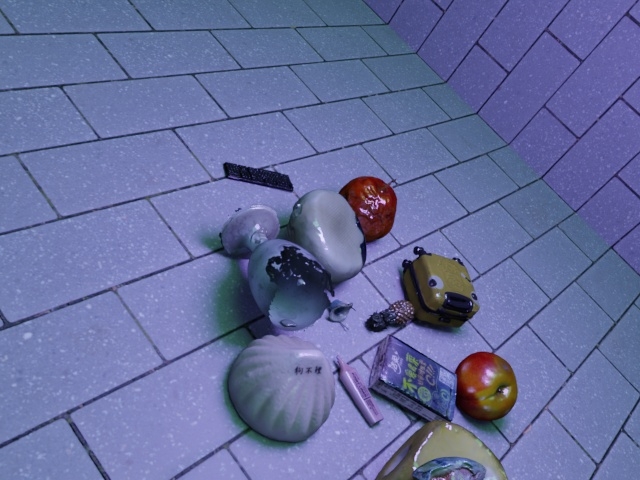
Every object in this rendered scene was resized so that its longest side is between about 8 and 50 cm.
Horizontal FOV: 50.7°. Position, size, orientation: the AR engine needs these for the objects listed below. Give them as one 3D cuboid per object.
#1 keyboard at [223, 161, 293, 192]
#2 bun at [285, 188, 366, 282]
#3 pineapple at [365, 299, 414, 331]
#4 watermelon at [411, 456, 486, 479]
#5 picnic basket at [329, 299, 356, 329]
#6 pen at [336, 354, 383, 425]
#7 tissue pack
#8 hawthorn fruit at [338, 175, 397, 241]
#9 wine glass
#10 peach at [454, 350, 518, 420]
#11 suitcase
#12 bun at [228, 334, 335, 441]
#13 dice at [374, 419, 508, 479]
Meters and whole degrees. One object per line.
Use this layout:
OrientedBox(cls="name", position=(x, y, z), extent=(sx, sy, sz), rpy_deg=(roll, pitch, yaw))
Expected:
OrientedBox(cls="keyboard", position=(-0.188, -0.200, 2.091), extent=(0.231, 0.023, 0.072), rpy_deg=(10, 43, -31))
OrientedBox(cls="bun", position=(0.000, 0.000, 1.924), extent=(0.283, 0.179, 0.283), rpy_deg=(35, 41, -37))
OrientedBox(cls="pineapple", position=(0.196, 0.217, 1.929), extent=(0.159, 0.074, 0.074), rpy_deg=(-14, 60, -40))
OrientedBox(cls="watermelon", position=(0.280, 0.493, 1.347), extent=(0.187, 0.071, 0.139), rpy_deg=(6, 54, -32))
OrientedBox(cls="picnic basket", position=(0.061, 0.195, 1.848), extent=(0.083, 0.065, 0.083), rpy_deg=(-2, 35, -45))
OrientedBox(cls="pen", position=(0.093, 0.374, 1.711), extent=(0.053, 0.032, 0.197), rpy_deg=(-13, 61, -44))
OrientedBox(cls="tissue pack", position=(0.252, 0.376, 1.801), extent=(0.235, 0.073, 0.173), rpy_deg=(31, 38, -8))
OrientedBox(cls="hawthorn fruit", position=(0.157, -0.121, 2.103), extent=(0.207, 0.243, 0.208), rpy_deg=(22, 43, -21))
OrientedBox(cls="wine glass", position=(-0.110, 0.066, 1.688), extent=(0.190, 0.191, 0.357), rpy_deg=(6, 27, -34))
OrientedBox(cls="peach", position=(0.455, 0.408, 1.896), extent=(0.190, 0.192, 0.190), rpy_deg=(2, 83, -17))
OrientedBox(cls="suitcase", position=(0.359, 0.152, 2.061), extent=(0.193, 0.143, 0.235), rpy_deg=(16, 41, -26))
OrientedBox(cls="bun", position=(-0.063, 0.308, 1.544), extent=(0.263, 0.175, 0.263), rpy_deg=(20, 42, -19))
OrientedBox(cls="dice", position=(0.254, 0.562, 1.483), extent=(0.233, 0.227, 0.238), rpy_deg=(43, 40, 8))
